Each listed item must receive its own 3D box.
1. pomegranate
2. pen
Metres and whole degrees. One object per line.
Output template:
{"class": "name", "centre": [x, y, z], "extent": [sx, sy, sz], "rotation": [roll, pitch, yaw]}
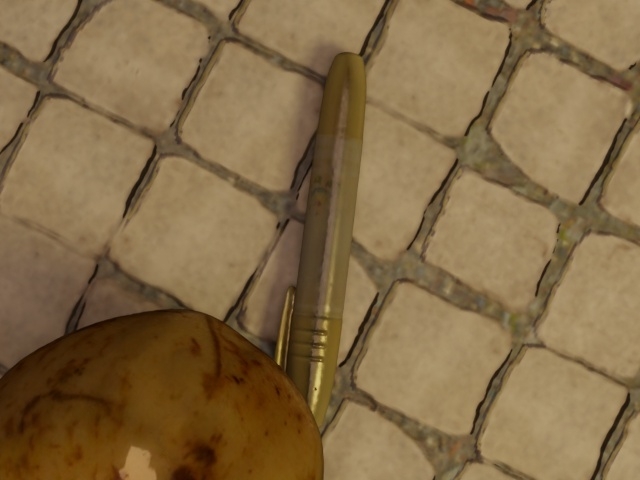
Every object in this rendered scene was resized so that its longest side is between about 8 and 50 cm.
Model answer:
{"class": "pomegranate", "centre": [-0.101, 0.141, 1.089], "extent": [0.215, 0.215, 0.215], "rotation": [0, 89, -2]}
{"class": "pen", "centre": [0.000, 0.000, 1.170], "extent": [0.040, 0.032, 0.233], "rotation": [5, 87, 22]}
